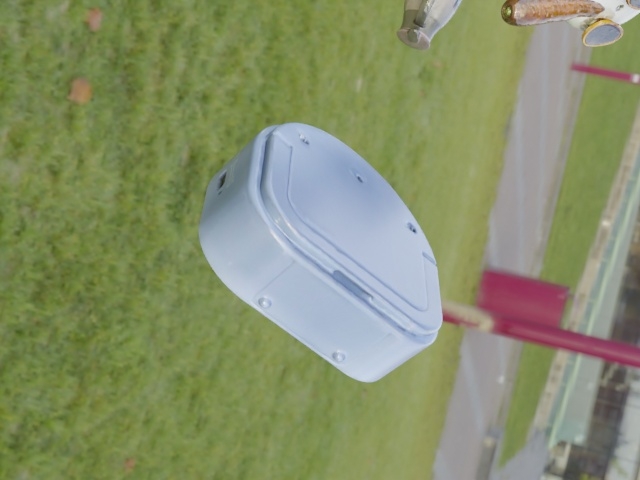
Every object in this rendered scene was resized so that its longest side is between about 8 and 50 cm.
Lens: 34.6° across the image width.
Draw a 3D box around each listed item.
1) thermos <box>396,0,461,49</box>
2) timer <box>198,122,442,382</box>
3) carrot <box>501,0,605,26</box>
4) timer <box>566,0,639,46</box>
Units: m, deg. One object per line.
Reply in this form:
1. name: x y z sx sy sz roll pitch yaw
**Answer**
1. thermos: 0.201 -0.439 1.837 0.193 0.105 0.137 -64 179 -12
2. timer: 0.000 0.000 1.523 0.173 0.395 0.395 -41 180 27
3. carrot: 0.353 -0.347 1.554 0.191 0.047 0.047 -8 117 -31
4. timer: 0.615 -0.580 2.255 0.233 0.234 0.240 70 1 -63
